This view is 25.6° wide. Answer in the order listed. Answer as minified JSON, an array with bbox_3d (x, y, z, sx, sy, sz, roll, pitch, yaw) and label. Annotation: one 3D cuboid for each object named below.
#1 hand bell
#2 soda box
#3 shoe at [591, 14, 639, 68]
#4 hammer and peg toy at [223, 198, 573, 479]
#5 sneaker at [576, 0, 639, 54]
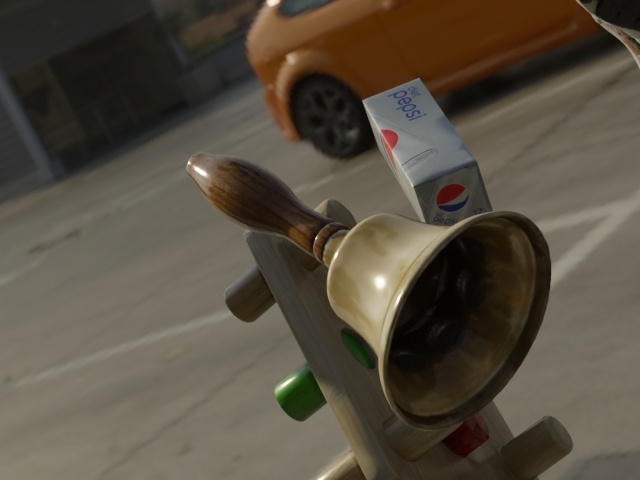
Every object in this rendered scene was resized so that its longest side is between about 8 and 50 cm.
[{"bbox_3d":[0.000,0.000,0.815,0.126,0.126,0.242,-32,42,-29],"label":"hand bell"},{"bbox_3d":[0.148,-0.124,2.010,0.098,0.091,0.286,-22,33,-1],"label":"soda box"},{"bbox_3d":[0.379,-0.252,1.633,0.063,0.178,0.081,-37,2,-13],"label":"shoe"},{"bbox_3d":[0.089,0.149,1.122,0.127,0.361,0.266,-41,-32,20],"label":"hammer and peg toy"},{"bbox_3d":[0.255,-0.237,1.132,0.158,0.410,0.182,-41,38,6],"label":"sneaker"}]
